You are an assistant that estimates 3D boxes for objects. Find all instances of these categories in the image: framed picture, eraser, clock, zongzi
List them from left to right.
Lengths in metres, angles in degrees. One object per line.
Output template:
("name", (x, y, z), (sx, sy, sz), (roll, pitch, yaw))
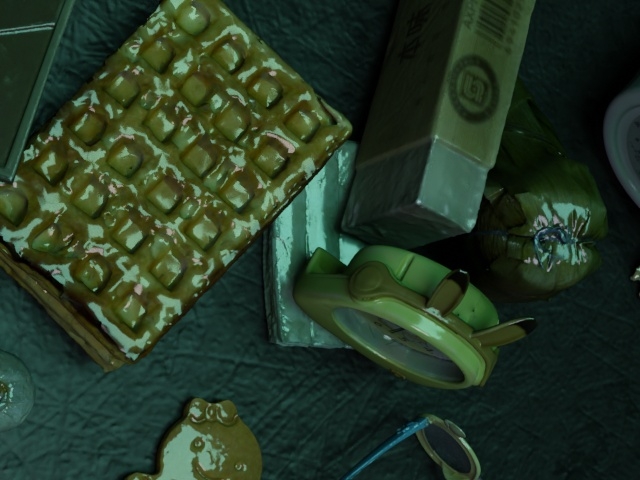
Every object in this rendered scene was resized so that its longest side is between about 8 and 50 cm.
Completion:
("framed picture", (-0.349, -0.170, 1.067), (0.259, 0.023, 0.189), (17, 73, -9))
("clock", (0.089, 0.067, 1.159), (0.170, 0.232, 0.069), (37, 71, -21))
("eraser", (0.120, -0.162, 1.256), (0.078, 0.144, 0.344), (26, 67, -25))
("zongzi", (0.201, -0.080, 1.263), (0.125, 0.251, 0.275), (2, 84, -5))

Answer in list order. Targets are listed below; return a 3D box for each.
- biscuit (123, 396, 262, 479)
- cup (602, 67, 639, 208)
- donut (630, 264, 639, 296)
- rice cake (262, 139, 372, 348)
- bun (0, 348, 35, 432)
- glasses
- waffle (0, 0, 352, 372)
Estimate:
("biscuit", (-0.117, 0.243, 1.209), (0.133, 0.027, 0.184), (46, 70, -16))
("cup", (0.506, -0.173, 1.415), (0.371, 0.253, 0.253), (-38, 104, -21))
("donut", (0.428, 0.073, 1.466), (0.117, 0.065, 0.166), (-23, 99, -24))
("rice cake", (0.000, 0.000, 1.271), (0.124, 0.038, 0.211), (5, 85, -26))
("bun", (-0.285, 0.130, 1.119), (0.083, 0.045, 0.083), (-1, 93, -27))
("glasses", (0.068, 0.290, 1.294), (0.220, 0.088, 0.190), (-25, 100, -5))
("waffle", (-0.148, -0.059, 1.155), (0.213, 0.091, 0.308), (43, 70, -5))
